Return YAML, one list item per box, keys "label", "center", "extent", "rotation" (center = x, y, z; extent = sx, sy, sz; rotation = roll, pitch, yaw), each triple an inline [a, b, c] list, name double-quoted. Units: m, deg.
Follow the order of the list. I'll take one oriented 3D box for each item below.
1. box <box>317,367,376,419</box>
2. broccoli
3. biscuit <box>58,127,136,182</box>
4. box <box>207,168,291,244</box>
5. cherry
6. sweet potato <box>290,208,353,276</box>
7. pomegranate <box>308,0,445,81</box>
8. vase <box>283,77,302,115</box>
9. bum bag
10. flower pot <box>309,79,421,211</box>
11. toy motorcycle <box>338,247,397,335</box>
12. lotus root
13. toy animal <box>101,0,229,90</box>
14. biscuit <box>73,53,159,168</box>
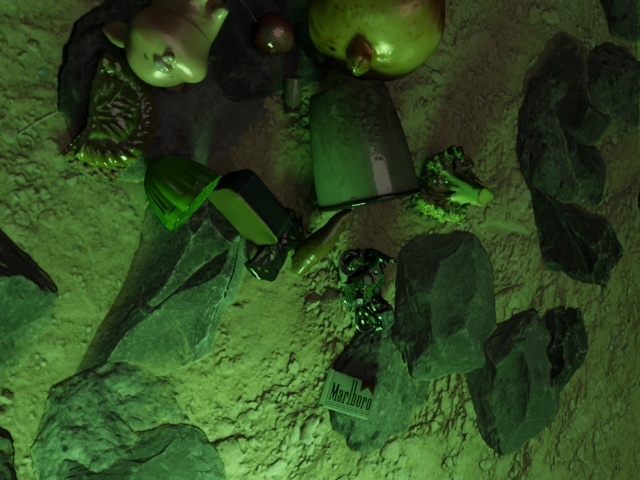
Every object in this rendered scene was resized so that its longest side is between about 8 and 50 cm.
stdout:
- label: "box"
  center: [0.082, 0.458, 2.107]
  extent: [0.178, 0.036, 0.115]
  rotation: [24, 76, -33]
- label: "broccoli"
  center: [0.428, -0.168, 2.214]
  extent: [0.263, 0.243, 0.246]
  rotation: [-8, 109, -30]
- label: "biscuit"
  center: [-0.503, -0.225, 1.694]
  extent: [0.144, 0.016, 0.203]
  rotation: [48, 64, -25]
- label: "box"
  center: [-0.181, -0.089, 1.848]
  extent: [0.201, 0.144, 0.090]
  rotation: [49, 61, -24]
- label: "cherry"
  center: [-0.166, -0.572, 1.890]
  extent: [0.226, 0.090, 0.107]
  rotation: [23, 93, -23]
- label: "sweet potato"
  center: [0.000, 0.000, 1.970]
  extent: [0.077, 0.077, 0.243]
  rotation: [35, 102, -30]
- label: "pomegranate"
  center: [0.148, -0.593, 1.926]
  extent: [0.410, 0.410, 0.410]
  rotation: [-1, 91, -35]
- label: "vase"
  center: [-0.077, -0.399, 1.971]
  extent: [0.053, 0.053, 0.100]
  rotation: [0, 95, -35]
- label: "bum bag"
  center: [-0.114, 0.011, 1.947]
  extent: [0.232, 0.060, 0.106]
  rotation: [-54, 127, -20]
- label: "flower pot"
  center: [0.103, -0.260, 1.964]
  extent: [0.294, 0.294, 0.330]
  rotation: [-16, 96, -34]
- label: "toy motorcycle"
  center: [0.156, 0.139, 2.109]
  extent: [0.187, 0.125, 0.274]
  rotation: [-20, 104, -24]
- label: "lotus root"
  center: [-0.363, -0.141, 1.724]
  extent: [0.186, 0.186, 0.186]
  rotation: [-1, 91, -35]
- label: "toy animal"
  center: [-0.344, -0.515, 1.688]
  extent: [0.237, 0.269, 0.326]
  rotation: [35, 38, -33]
- label: "biscuit"
  center: [-0.469, -0.296, 1.686]
  extent: [0.187, 0.036, 0.273]
  rotation: [16, 77, -39]
